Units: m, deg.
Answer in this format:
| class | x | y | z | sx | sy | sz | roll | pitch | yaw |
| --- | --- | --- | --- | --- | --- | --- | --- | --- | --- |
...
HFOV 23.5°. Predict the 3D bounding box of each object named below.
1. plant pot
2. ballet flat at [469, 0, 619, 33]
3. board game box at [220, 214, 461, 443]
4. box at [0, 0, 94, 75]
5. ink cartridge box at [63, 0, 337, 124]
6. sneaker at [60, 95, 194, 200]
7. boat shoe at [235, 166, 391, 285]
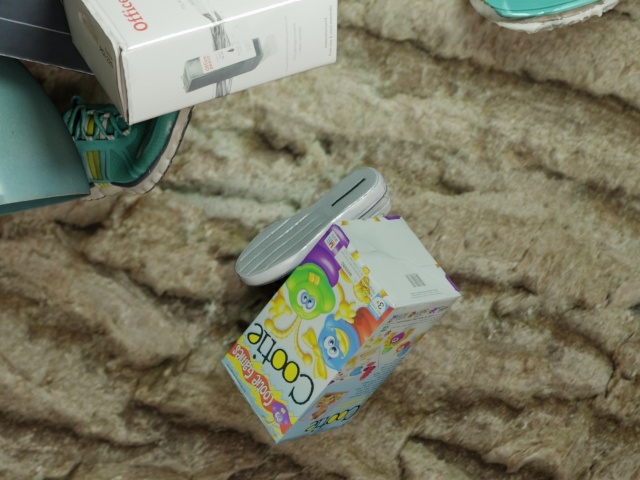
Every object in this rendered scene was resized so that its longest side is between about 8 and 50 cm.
| class | x | y | z | sx | sy | sz | roll | pitch | yaw |
| --- | --- | --- | --- | --- | --- | --- | --- | --- | --- |
| plant pot | -0.400 | -0.116 | 1.600 | 0.290 | 0.290 | 0.195 | -11 | 91 | -21 |
| ballet flat | 0.373 | -0.354 | 1.900 | 0.409 | 0.147 | 0.147 | -29 | 131 | -6 |
| board game box | 0.022 | 0.113 | 1.974 | 0.144 | 0.142 | 0.275 | -6 | 143 | -50 |
| box | -0.212 | -0.379 | 1.506 | 0.294 | 0.212 | 0.395 | 9 | 117 | -38 |
| ink cartridge box | -0.113 | -0.211 | 1.438 | 0.218 | 0.158 | 0.092 | -18 | 134 | -20 |
| sneaker | -0.237 | -0.109 | 1.693 | 0.110 | 0.275 | 0.107 | 32 | 60 | -31 |
| boat shoe | 0.000 | 0.000 | 1.984 | 0.226 | 0.083 | 0.076 | -34 | 130 | -3 |
